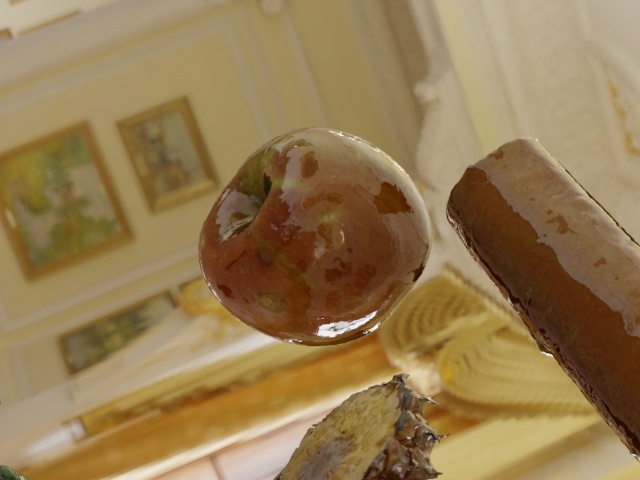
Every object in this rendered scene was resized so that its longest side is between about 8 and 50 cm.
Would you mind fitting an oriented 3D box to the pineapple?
[{"bbox_3d":[0.109,0.327,1.563,0.272,0.262,0.262,42,-5,-13],"label":"pineapple"}]

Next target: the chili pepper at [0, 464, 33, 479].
[{"bbox_3d":[-0.157,0.203,0.893,0.182,0.050,0.073,41,-7,-27],"label":"chili pepper"}]

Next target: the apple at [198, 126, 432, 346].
[{"bbox_3d":[0.000,0.000,1.209,0.196,0.196,0.196,157,-90,-80],"label":"apple"}]

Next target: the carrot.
[{"bbox_3d":[0.136,0.049,0.558,0.225,0.067,0.067,52,-17,32],"label":"carrot"}]

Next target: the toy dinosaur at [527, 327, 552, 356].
[{"bbox_3d":[0.417,0.149,1.516,0.393,0.205,0.092,44,8,30],"label":"toy dinosaur"}]
